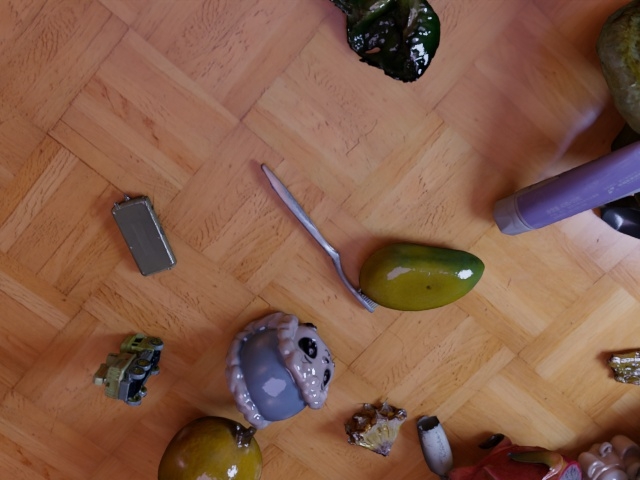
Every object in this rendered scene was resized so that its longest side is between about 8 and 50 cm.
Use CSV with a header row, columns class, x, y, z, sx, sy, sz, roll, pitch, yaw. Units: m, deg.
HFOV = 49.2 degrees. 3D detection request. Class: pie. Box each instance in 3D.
class,x,y,z,sx,sy,sz,roll,pitch,yaw
pie,0.680,0.261,1.472,0.170,0.034,0.092,-7,108,-6
pie,0.593,-0.279,1.166,0.323,0.070,0.323,8,69,-21

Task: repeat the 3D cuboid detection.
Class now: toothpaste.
class,x,y,z,sx,sy,sz,roll,pitch,yaw
toothpaste,0.465,-0.092,1.199,0.125,0.080,0.371,26,150,-29

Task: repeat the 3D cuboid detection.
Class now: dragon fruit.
class,x,y,z,sx,sy,sz,roll,pitch,yaw
dragon fruit,0.386,0.548,1.451,0.226,0.305,0.305,12,115,36

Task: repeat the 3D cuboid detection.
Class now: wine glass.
class,x,y,z,sx,sy,sz,roll,pitch,yaw
wine glass,0.264,0.495,1.526,0.074,0.074,0.262,-17,109,4

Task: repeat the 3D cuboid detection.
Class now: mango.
class,x,y,z,sx,sy,sz,roll,pitch,yaw
mango,0.194,0.076,1.359,0.237,0.091,0.137,8,115,-5

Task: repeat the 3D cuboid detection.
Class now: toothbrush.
class,x,y,z,sx,sy,sz,roll,pitch,yaw
toothbrush,0.000,0.000,1.357,0.037,0.028,0.375,-37,107,5

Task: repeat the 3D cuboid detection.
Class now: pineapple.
class,x,y,z,sx,sy,sz,roll,pitch,yaw
pineapple,0.125,0.405,1.487,0.137,0.069,0.116,-21,109,4

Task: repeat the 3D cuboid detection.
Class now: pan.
class,x,y,z,sx,sy,sz,roll,pitch,yaw
pan,0.572,-0.064,1.300,0.202,0.128,0.048,30,74,-26

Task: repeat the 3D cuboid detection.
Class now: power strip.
class,x,y,z,sx,sy,sz,roll,pitch,yaw
power strip,-0.340,-0.014,1.341,0.076,0.028,0.169,-17,111,5

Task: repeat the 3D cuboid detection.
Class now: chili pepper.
class,x,y,z,sx,sy,sz,roll,pitch,yaw
chili pepper,0.103,-0.395,1.183,0.148,0.116,0.264,-37,108,-1

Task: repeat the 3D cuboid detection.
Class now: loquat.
class,x,y,z,sx,sy,sz,roll,pitch,yaw
loquat,-0.211,0.451,1.424,0.213,0.213,0.246,37,110,-14

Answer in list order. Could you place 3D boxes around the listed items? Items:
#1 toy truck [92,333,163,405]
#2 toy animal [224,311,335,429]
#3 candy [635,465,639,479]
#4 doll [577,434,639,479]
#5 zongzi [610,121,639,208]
class,x,y,z,sx,sy,sz,roll,pitch,yaw
toy truck,-0.375,0.246,1.363,0.100,0.169,0.077,14,111,0
toy animal,-0.076,0.267,1.387,0.204,0.156,0.208,-20,113,9
candy,0.807,0.536,1.446,0.386,0.186,0.427,36,99,-35
doll,0.657,0.549,1.535,0.154,0.119,0.278,-35,114,-4
zongzi,0.668,-0.093,1.221,0.251,0.274,0.125,1,143,-4
